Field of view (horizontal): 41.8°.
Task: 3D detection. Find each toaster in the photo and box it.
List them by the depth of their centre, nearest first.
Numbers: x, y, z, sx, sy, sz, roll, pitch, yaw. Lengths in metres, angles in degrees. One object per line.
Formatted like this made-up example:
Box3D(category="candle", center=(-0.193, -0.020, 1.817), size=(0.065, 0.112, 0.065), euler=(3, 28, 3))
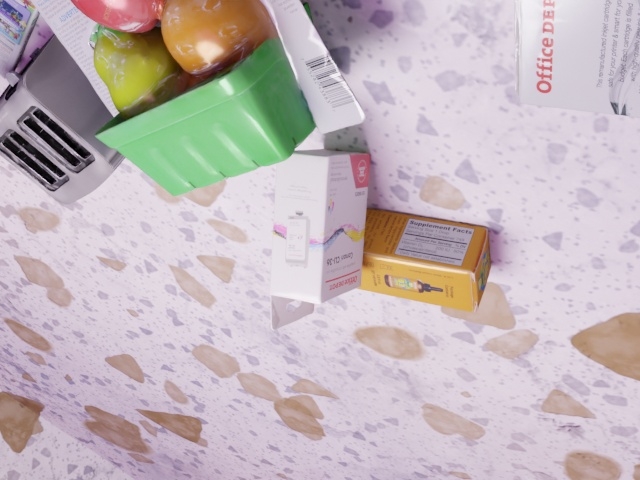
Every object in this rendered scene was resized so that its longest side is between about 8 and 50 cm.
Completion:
Box3D(category="toaster", center=(-0.316, -0.145, 1.053), size=(0.185, 0.110, 0.168), euler=(43, 143, -22))

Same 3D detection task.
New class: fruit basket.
Box3D(category="fruit basket", center=(-0.151, -0.231, 0.836), size=(0.327, 0.165, 0.353), euler=(-14, 112, 43))

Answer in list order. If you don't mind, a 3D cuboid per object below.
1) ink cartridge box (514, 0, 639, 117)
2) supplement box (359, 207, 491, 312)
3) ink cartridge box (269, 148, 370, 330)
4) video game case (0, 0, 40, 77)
Box3D(category="ink cartridge box", center=(0.262, -0.176, 0.648), size=(0.208, 0.087, 0.153), euler=(11, 142, 21))
Box3D(category="supplement box", center=(0.086, 0.016, 1.022), size=(0.233, 0.080, 0.078), euler=(13, 143, 23))
Box3D(category="ink cartridge box", center=(0.000, 0.000, 0.938), size=(0.067, 0.115, 0.198), euler=(8, 101, 25))
Box3D(category="video game case", center=(-0.437, -0.312, 0.997), size=(0.212, 0.023, 0.193), euler=(38, 144, -13))
